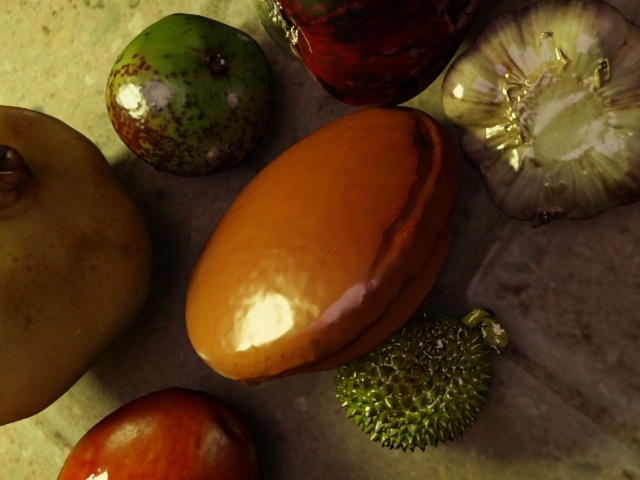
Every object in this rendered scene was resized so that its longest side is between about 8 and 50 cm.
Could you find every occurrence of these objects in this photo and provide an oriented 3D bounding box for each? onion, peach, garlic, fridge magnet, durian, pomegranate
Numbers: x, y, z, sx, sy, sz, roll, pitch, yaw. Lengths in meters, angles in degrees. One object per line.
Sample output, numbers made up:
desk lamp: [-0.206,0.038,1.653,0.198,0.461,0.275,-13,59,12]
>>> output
onion: [0.055,-0.268,0.862,0.281,0.221,0.281,4,116,8]
peach: [-0.197,0.310,0.998,0.281,0.238,0.281,-42,35,38]
garlic: [0.251,-0.138,0.875,0.245,0.160,0.245,4,108,13]
fridge magnet: [0.000,0.000,0.913,0.363,0.155,0.363,-32,33,24]
durian: [0.106,0.156,0.918,0.198,0.146,0.159,-7,88,32]
pomegranate: [-0.405,0.021,1.012,0.417,0.416,0.416,-2,85,24]
pomegranate: [-0.176,-0.164,1.056,0.248,0.214,0.214,-43,67,50]

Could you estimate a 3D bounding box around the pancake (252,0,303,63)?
pancake: [0.029,-0.317,0.999,0.253,0.037,0.253,8,113,19]
